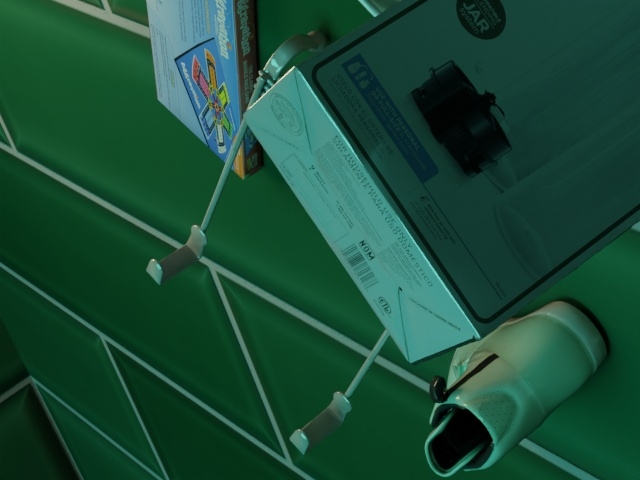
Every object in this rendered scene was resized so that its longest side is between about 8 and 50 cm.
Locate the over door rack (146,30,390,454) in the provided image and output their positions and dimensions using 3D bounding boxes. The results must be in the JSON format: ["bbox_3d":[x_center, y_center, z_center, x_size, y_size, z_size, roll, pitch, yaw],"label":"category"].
[{"bbox_3d":[0.000,0.000,1.409,0.239,0.108,0.324,48,135,14],"label":"over door rack"}]

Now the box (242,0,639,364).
[{"bbox_3d":[0.125,-0.083,0.861,0.169,0.290,0.087,57,156,0],"label":"box"}]

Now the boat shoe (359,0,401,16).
[{"bbox_3d":[0.085,-0.150,1.090,0.277,0.096,0.098,43,154,25],"label":"boat shoe"}]

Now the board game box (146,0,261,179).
[{"bbox_3d":[-0.113,-0.192,1.505,0.145,0.027,0.281,44,155,27],"label":"board game box"}]

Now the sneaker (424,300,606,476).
[{"bbox_3d":[0.125,0.138,1.335,0.094,0.151,0.256,51,158,5],"label":"sneaker"}]
